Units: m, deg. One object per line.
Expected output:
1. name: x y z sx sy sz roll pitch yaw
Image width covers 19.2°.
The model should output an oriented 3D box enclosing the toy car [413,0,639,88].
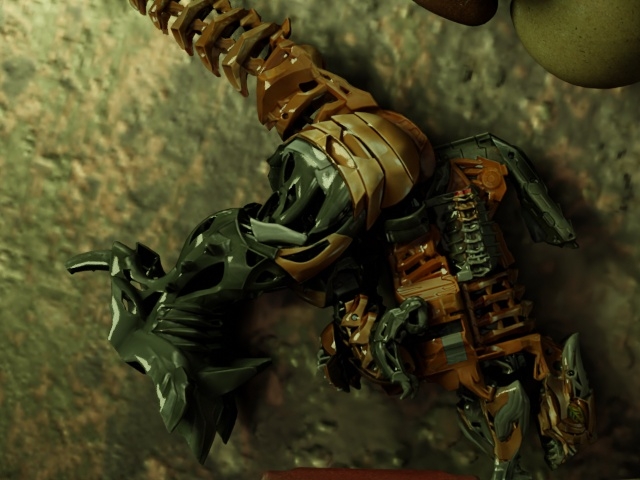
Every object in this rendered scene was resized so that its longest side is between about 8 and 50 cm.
1. toy car: 0.137 -0.133 0.896 0.188 0.155 0.149 39 104 0

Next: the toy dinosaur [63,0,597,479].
1. toy dinosaur: 0.000 0.000 0.968 0.218 0.164 0.322 -37 65 1

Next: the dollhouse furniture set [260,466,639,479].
1. dollhouse furniture set: 0.148 0.220 0.859 0.374 0.152 0.201 1 104 -4
